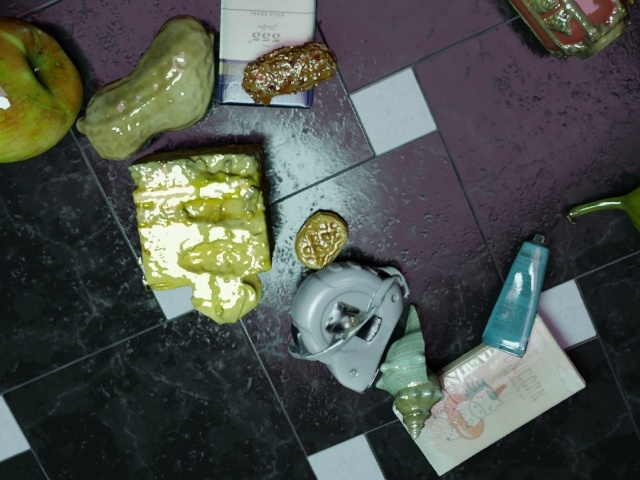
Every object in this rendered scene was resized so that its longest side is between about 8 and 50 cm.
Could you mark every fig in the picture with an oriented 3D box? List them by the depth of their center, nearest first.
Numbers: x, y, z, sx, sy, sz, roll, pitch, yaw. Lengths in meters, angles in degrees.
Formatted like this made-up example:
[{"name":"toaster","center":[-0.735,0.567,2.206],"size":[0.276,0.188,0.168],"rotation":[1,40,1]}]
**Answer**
[{"name":"fig","center":[0.583,-0.059,1.555],"size":[0.259,0.151,0.151],"rotation":[13,103,26]}]

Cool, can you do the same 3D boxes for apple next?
[{"name":"apple","center":[-0.545,-0.253,1.477],"size":[0.226,0.246,0.246],"rotation":[-20,101,24]}]

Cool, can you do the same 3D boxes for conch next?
[{"name":"conch","center":[0.154,0.235,1.554],"size":[0.114,0.137,0.233],"rotation":[-13,83,-2]}]

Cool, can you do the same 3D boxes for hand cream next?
[{"name":"hand cream","center":[0.368,0.096,1.585],"size":[0.083,0.048,0.224],"rotation":[19,89,21]}]

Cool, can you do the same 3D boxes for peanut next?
[{"name":"peanut","center":[-0.283,-0.248,1.493],"size":[0.291,0.143,0.159],"rotation":[-42,88,11]}]

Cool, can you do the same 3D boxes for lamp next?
[{"name":"lamp","center":[0.396,-0.433,1.439],"size":[0.177,0.177,0.274],"rotation":[-39,101,8]}]

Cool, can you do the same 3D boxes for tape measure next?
[{"name":"tape measure","center":[0.043,0.139,1.576],"size":[0.197,0.120,0.236],"rotation":[22,97,-21]}]

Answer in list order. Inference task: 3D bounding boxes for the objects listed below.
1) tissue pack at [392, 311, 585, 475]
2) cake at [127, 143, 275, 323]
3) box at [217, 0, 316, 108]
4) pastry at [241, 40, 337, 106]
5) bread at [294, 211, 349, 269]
[{"name":"tissue pack","center":[0.315,0.287,1.633],"size":[0.325,0.071,0.170],"rotation":[-33,94,7]},{"name":"cake","center":[-0.194,-0.014,1.498],"size":[0.223,0.227,0.285],"rotation":[-5,102,1]},{"name":"box","center":[-0.091,-0.360,1.504],"size":[0.168,0.071,0.259],"rotation":[3,102,-1]},{"name":"pastry","center":[-0.054,-0.282,1.452],"size":[0.170,0.063,0.087],"rotation":[-21,104,3]},{"name":"bread","center":[0.000,0.000,1.593],"size":[0.083,0.044,0.110],"rotation":[34,98,-2]}]
